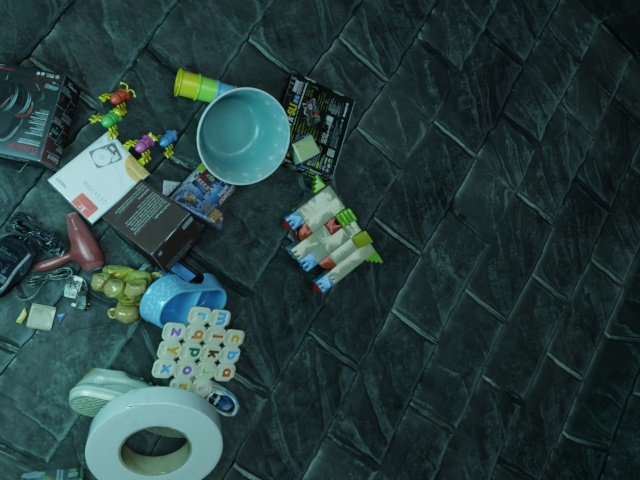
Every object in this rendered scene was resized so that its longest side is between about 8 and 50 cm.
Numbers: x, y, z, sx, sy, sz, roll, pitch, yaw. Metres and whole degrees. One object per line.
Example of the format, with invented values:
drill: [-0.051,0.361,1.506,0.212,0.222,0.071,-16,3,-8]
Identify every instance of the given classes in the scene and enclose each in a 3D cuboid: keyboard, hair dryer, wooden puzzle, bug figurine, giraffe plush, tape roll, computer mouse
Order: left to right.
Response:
computer mouse: [-0.885,0.069,1.620,0.189,0.072,0.272,34,68,9]
wooden puzzle: [-0.828,0.227,1.674,0.116,0.014,0.078,22,83,-20]
hair dryer: [-0.761,0.056,1.678,0.224,0.080,0.293,18,79,-20]
giraffe plush: [-0.583,0.175,1.711,0.182,0.210,0.170,17,107,19]
bug figurine: [-0.570,-0.358,1.749,0.279,0.072,0.216,41,34,-17]
tape roll: [-0.483,0.594,1.658,0.393,0.072,0.391,-5,120,-9]
keyboard: [-0.484,-0.065,1.840,0.072,0.014,0.255,4,85,-23]

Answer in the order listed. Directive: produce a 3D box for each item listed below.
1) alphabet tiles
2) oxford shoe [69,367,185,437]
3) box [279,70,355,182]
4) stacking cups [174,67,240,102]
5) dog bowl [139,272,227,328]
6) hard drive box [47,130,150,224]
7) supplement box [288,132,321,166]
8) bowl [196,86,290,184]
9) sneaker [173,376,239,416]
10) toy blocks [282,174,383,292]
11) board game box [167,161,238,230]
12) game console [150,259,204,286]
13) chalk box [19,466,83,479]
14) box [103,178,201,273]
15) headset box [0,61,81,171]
alphabet tiles: [-0.371,0.343,1.733,0.278,0.021,0.283,14,92,-39]
oxford shoe: [-0.526,0.493,1.723,0.450,0.169,0.130,24,34,-21]
box: [-0.039,-0.401,2.018,0.257,0.079,0.321,19,80,-19]
stacking cups: [-0.322,-0.496,1.894,0.317,0.096,0.095,7,84,-23]
dog bowl: [-0.407,0.190,1.734,0.297,0.074,0.165,2,116,-56]
hard drive box: [-0.673,-0.187,1.726,0.181,0.089,0.232,47,71,-13]
supplement box: [-0.059,-0.310,1.932,0.083,0.056,0.083,-31,99,-21]
bowl: [-0.272,-0.350,1.837,0.312,0.163,0.311,-12,117,-25]
sneaker: [-0.361,0.490,1.818,0.237,0.086,0.085,34,76,-16]
toy blocks: [0.000,0.000,1.971,0.261,0.191,0.381,-38,103,-9]
board game box: [-0.375,-0.136,1.863,0.194,0.060,0.194,46,66,-18]
game console: [-0.464,0.127,1.800,0.144,0.124,0.085,40,46,-16]
chalk box: [-0.744,0.735,1.612,0.213,0.132,0.131,3,85,-22]
box: [-0.503,-0.041,1.705,0.203,0.167,0.168,35,71,14]
headset box: [-0.845,-0.338,1.612,0.218,0.110,0.293,12,81,3]
